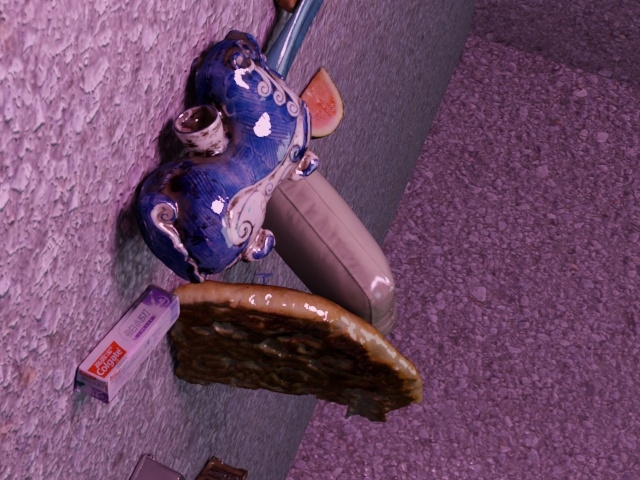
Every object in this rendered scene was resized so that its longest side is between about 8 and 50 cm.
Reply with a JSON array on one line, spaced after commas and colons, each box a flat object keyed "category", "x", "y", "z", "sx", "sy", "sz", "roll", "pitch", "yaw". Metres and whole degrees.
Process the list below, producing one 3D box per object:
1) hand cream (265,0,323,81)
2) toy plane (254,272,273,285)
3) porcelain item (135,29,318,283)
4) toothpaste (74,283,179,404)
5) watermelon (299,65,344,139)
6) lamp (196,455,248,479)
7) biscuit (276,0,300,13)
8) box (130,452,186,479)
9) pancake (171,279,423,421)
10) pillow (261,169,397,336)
[{"category": "hand cream", "x": -0.044, "y": -0.272, "z": 1.469, "sx": 0.224, "sy": 0.048, "sz": 0.083, "roll": -62, "pitch": 171, "yaw": -5}, {"category": "toy plane", "x": -0.109, "y": 0.119, "z": 1.991, "sx": 0.167, "sy": 0.054, "sz": 0.062, "roll": 98, "pitch": -10, "yaw": -53}, {"category": "porcelain item", "x": -0.113, "y": -0.098, "z": 1.231, "sx": 0.288, "sy": 0.138, "sz": 0.186, "roll": -58, "pitch": 138, "yaw": -30}, {"category": "toothpaste", "x": -0.231, "y": 0.123, "z": 1.293, "sx": 0.196, "sy": 0.047, "sz": 0.040, "roll": -55, "pitch": 166, "yaw": -56}, {"category": "watermelon", "x": -0.018, "y": -0.217, "z": 1.830, "sx": 0.069, "sy": 0.087, "sz": 0.163, "roll": -27, "pitch": -158, "yaw": 43}, {"category": "lamp", "x": -0.227, "y": 0.597, "z": 2.156, "sx": 0.090, "sy": 0.089, "sz": 0.325, "roll": -54, "pitch": 162, "yaw": -57}, {"category": "biscuit", "x": -0.010, "y": -0.426, "z": 1.426, "sx": 0.202, "sy": 0.044, "sz": 0.288, "roll": -61, "pitch": 167, "yaw": -15}, {"category": "box", "x": -0.260, "y": 0.396, "z": 1.621, "sx": 0.084, "sy": 0.069, "sz": 0.122, "roll": 84, "pitch": 27, "yaw": -66}, {"category": "pancake", "x": -0.034, "y": 0.167, "z": 1.571, "sx": 0.305, "sy": 0.427, "sz": 0.067, "roll": 122, "pitch": -22, "yaw": -54}, {"category": "pillow", "x": 0.000, "y": 0.000, "z": 1.603, "sx": 0.120, "sy": 0.322, "sz": 0.255, "roll": -37, "pitch": 163, "yaw": -9}]
